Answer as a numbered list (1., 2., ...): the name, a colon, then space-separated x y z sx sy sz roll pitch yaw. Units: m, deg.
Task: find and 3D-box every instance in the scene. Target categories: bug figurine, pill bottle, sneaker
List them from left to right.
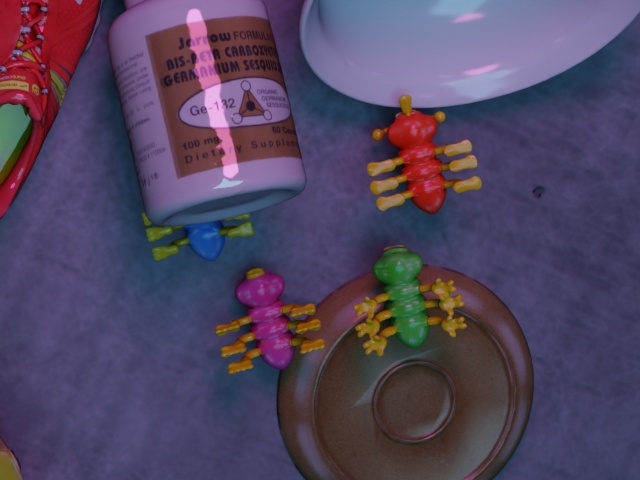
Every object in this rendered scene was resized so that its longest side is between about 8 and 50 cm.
1. sneaker: -0.234 -0.134 1.564 0.107 0.118 0.279 15 99 -16
2. pill bottle: -0.098 -0.136 1.564 0.131 0.131 0.229 -12 83 -10
3. bug figurine: 0.000 0.000 1.662 0.279 0.072 0.216 -11 100 1

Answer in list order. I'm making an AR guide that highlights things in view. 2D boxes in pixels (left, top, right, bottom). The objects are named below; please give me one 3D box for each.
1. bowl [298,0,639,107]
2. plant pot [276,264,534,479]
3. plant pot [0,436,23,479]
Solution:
1. bowl: 0.114 -0.240 1.579 0.298 0.298 0.134 -7 61 -11
2. plant pot: 0.080 0.139 1.743 0.236 0.032 0.236 -3 103 -13
3. plant pot: -0.327 0.256 1.582 0.207 0.227 0.228 -23 106 -14
